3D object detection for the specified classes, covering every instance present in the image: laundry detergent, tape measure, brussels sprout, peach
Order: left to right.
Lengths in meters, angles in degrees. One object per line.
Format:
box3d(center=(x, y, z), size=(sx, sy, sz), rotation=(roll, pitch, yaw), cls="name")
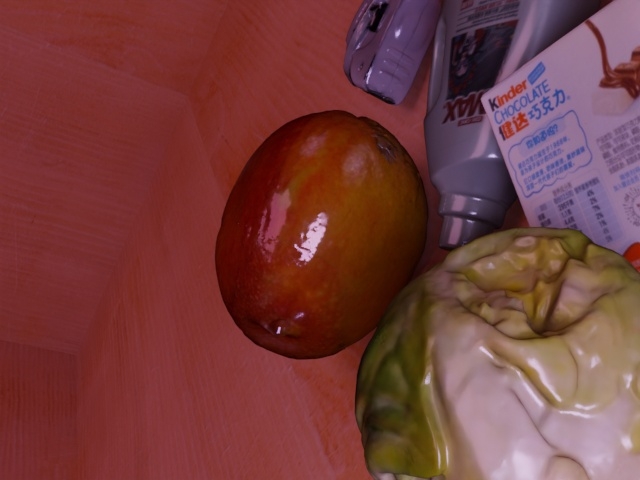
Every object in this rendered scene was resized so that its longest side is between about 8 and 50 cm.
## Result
box3d(center=(-0.002, -0.001, 1.092), size=(0.373, 0.289, 0.373), rotation=(-50, 25, 35), cls="peach")
box3d(center=(0.119, -0.360, 1.280), size=(0.236, 0.120, 0.197), rotation=(-65, 25, 5), cls="tape measure")
box3d(center=(0.220, -0.178, 0.973), size=(0.264, 0.124, 0.398), rotation=(6, 81, 61), cls="laundry detergent")
box3d(center=(0.170, 0.147, 0.677), size=(0.344, 0.268, 0.345), rotation=(-165, 90, -86), cls="brussels sprout")

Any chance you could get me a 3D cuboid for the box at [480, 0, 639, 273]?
box3d(center=(0.306, -0.093, 0.729), size=(0.273, 0.048, 0.265), rotation=(-33, 71, 52), cls="box")
